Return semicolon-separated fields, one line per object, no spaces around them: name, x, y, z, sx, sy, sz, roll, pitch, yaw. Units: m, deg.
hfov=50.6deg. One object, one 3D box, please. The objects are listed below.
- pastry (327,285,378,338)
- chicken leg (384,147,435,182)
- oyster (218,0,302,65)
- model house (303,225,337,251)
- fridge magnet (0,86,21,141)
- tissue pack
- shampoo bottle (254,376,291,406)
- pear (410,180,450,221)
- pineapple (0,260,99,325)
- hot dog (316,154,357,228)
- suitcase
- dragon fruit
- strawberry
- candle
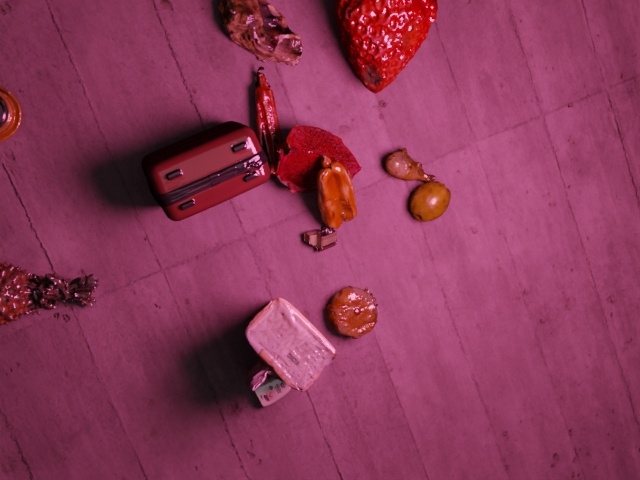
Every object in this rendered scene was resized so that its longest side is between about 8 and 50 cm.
pastry;0.093;0.205;1.940;0.153;0.081;0.153;-3;104;-12
chicken leg;0.263;-0.212;1.971;0.178;0.070;0.093;22;82;-23
oyster;-0.157;-0.588;1.812;0.294;0.094;0.166;29;77;-22
model house;0.000;0.000;1.917;0.083;0.057;0.058;-23;128;-32
fridge magnet;-0.808;-0.311;1.653;0.143;0.063;0.143;-1;95;-12
tissue pack;-0.112;0.289;1.750;0.238;0.305;0.239;1;84;-6
shampoo bottle;-0.112;0.405;1.913;0.152;0.045;0.077;-28;99;-14
pear;0.319;-0.115;1.972;0.107;0.107;0.131;40;83;-15
pineapple;-0.737;0.130;1.669;0.361;0.175;0.175;-2;95;-29
hot dog;0.039;-0.127;1.833;0.109;0.072;0.269;-30;142;-12
suitcase;-0.294;-0.183;1.725;0.297;0.236;0.161;-26;112;-13
dragon fruit;-0.043;-0.218;1.844;0.274;0.161;0.126;10;46;-38
strawberry;0.154;-0.590;1.808;0.291;0.292;0.310;38;100;-15
candle;-0.149;-0.320;1.844;0.084;0.059;0.302;-11;98;-31
